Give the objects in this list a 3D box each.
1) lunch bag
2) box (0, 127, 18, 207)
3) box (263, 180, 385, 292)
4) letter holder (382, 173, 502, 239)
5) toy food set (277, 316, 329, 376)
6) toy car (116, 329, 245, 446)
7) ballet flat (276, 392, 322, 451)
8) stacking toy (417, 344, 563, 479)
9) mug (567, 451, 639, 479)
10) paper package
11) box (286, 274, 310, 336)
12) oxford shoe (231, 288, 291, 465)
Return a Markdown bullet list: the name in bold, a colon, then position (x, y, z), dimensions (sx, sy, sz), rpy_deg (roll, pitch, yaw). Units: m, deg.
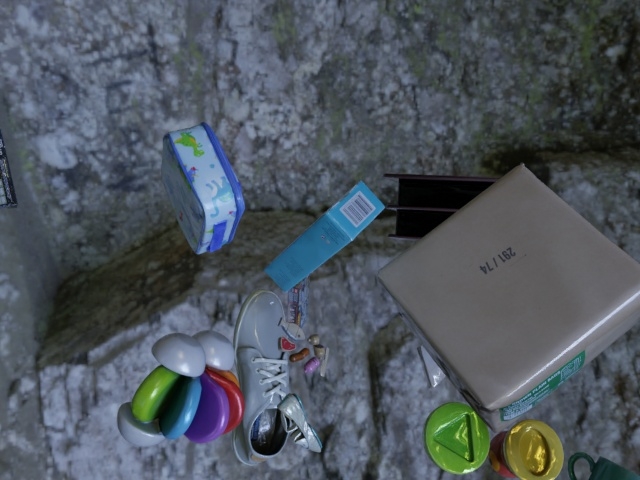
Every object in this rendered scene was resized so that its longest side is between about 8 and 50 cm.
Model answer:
- **lunch bag**: position (-0.202, -0.081, 1.077), dimensions (0.176, 0.090, 0.219), rpy_deg (64, -22, 14)
- **box**: position (-0.777, -0.152, 1.414), dimensions (0.077, 0.147, 0.180), rpy_deg (-6, -83, 63)
- **box**: position (0.000, 0.000, 1.058), dimensions (0.060, 0.100, 0.244), rpy_deg (47, -37, -1)
- **letter holder**: position (0.300, -0.068, 1.429), dimensions (0.214, 0.301, 0.152), rpy_deg (3, 91, -71)
- **toy food set**: position (-0.028, 0.191, 1.103), dimensions (0.019, 0.122, 0.078), rpy_deg (-22, -134, 44)
- **toy car**: position (-0.176, 0.219, 0.870), dimensions (0.159, 0.136, 0.182), rpy_deg (-59, 159, 6)
- **ballet flat**: position (-0.048, 0.381, 1.287), dimensions (0.057, 0.052, 0.168), rpy_deg (21, -41, 53)
- **stacking toy**: position (0.318, 0.338, 1.284), dimensions (0.130, 0.279, 0.309), rpy_deg (118, -29, -67)
- **mug**: position (0.500, 0.433, 1.054), dimensions (0.098, 0.129, 0.157), rpy_deg (-61, -159, -7)
- **paper package**: position (0.312, 0.090, 1.039), dimensions (0.309, 0.324, 0.168), rpy_deg (52, -3, 36)
- **box**: position (-0.053, 0.150, 1.495), dimensions (0.094, 0.027, 0.137), rpy_deg (-55, 152, -63)
- **oxford shoe**: position (-0.139, 0.351, 1.621), dimensions (0.130, 0.169, 0.450), rpy_deg (-8, -104, 54)
